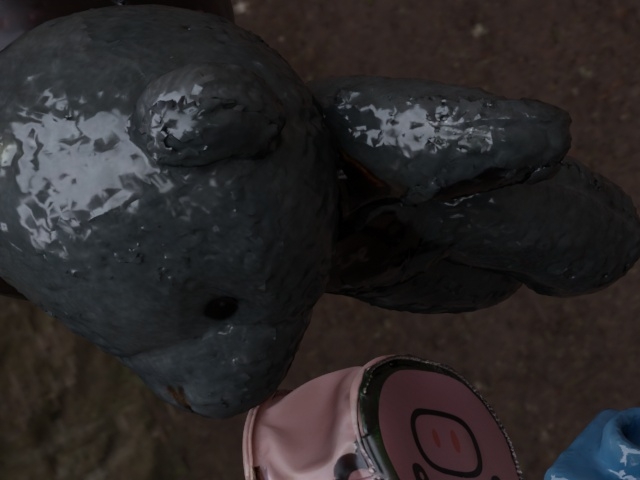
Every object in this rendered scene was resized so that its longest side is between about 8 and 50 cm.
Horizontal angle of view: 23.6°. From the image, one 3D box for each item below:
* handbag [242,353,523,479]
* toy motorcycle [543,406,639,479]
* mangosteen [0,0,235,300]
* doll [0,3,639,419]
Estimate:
[{"bbox_3d":[0.049,0.174,1.126,0.116,0.205,0.179,-30,61,28],"label":"handbag"},{"bbox_3d":[0.242,0.146,0.405,0.416,0.172,0.232,19,119,29],"label":"toy motorcycle"},{"bbox_3d":[-0.264,-0.156,1.355,0.421,0.381,0.381,28,135,13],"label":"mangosteen"},{"bbox_3d":[-0.002,0.006,0.664,0.246,0.340,0.158,-20,59,42],"label":"doll"}]
